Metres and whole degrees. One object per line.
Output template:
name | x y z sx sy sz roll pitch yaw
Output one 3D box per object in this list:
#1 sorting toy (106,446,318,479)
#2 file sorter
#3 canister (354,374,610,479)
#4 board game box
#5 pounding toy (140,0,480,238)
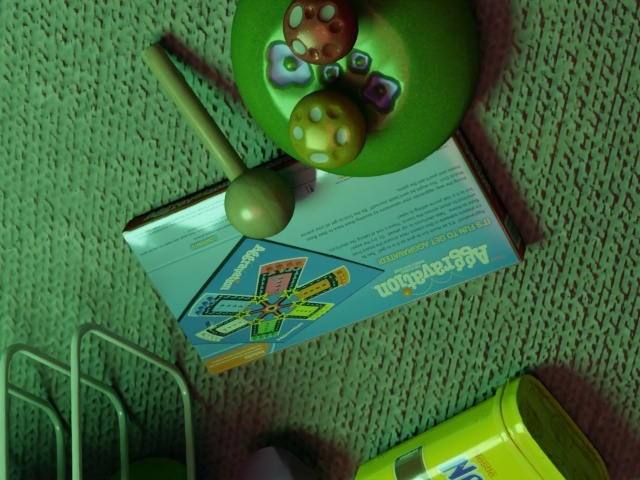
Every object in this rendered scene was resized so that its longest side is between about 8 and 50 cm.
sorting toy | -0.145 0.275 1.505 0.366 0.127 0.126 -21 142 21
file sorter | -0.257 0.193 1.394 0.278 0.173 0.193 -15 155 21
canister | 0.127 0.196 1.388 0.170 0.073 0.126 -31 108 29
board game box | 0.000 0.000 1.332 0.281 0.027 0.145 -21 111 24
pounding toy | -0.011 -0.106 1.207 0.237 0.110 0.183 -29 98 25
